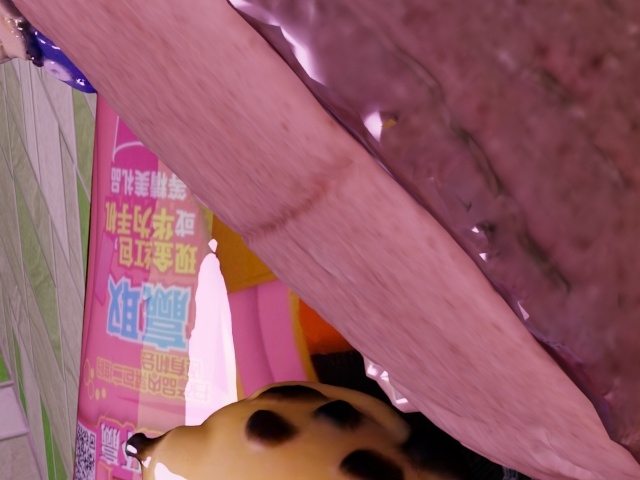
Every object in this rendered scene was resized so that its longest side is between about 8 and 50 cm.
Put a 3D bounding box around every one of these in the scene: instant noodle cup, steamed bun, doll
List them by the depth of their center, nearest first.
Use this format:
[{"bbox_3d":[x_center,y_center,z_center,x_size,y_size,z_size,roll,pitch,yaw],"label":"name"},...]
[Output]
[{"bbox_3d":[0.051,-0.080,0.446,0.301,0.199,0.251,48,169,-13],"label":"steamed bun"},{"bbox_3d":[0.073,0.128,0.507,0.291,0.117,0.086,30,111,17],"label":"doll"},{"bbox_3d":[0.000,0.000,0.686,0.244,0.244,0.255,-151,58,-69],"label":"instant noodle cup"}]

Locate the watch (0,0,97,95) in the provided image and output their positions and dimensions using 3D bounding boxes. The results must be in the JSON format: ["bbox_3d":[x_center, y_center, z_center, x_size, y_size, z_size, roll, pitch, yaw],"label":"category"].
[{"bbox_3d":[-0.084,-0.178,0.831,0.196,0.200,0.171,26,139,10],"label":"watch"}]
